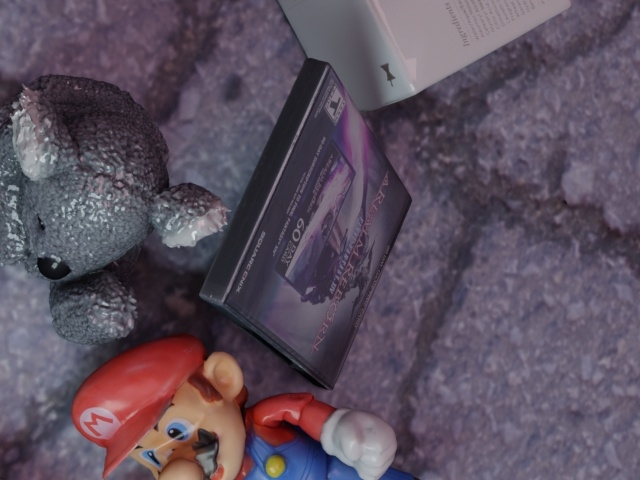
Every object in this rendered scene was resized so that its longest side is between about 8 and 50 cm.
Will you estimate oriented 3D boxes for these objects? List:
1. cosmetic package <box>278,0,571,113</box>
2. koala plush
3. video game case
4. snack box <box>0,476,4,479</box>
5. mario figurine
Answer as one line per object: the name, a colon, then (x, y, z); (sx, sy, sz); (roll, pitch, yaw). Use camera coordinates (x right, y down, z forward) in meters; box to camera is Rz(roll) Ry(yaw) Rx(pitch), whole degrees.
cosmetic package: (0.085, -0.220, 1.083); (0.183, 0.151, 0.151); (-31, 99, -22)
koala plush: (-0.179, -0.042, 0.926); (0.196, 0.221, 0.203); (31, 76, -18)
video game case: (0.000, 0.000, 1.003); (0.026, 0.274, 0.196); (18, 77, 24)
snack box: (-0.291, 0.272, 0.952); (0.322, 0.060, 0.187); (43, 73, -16)
mario figurine: (-0.059, 0.203, 0.996); (0.320, 0.170, 0.198); (32, 78, -20)
